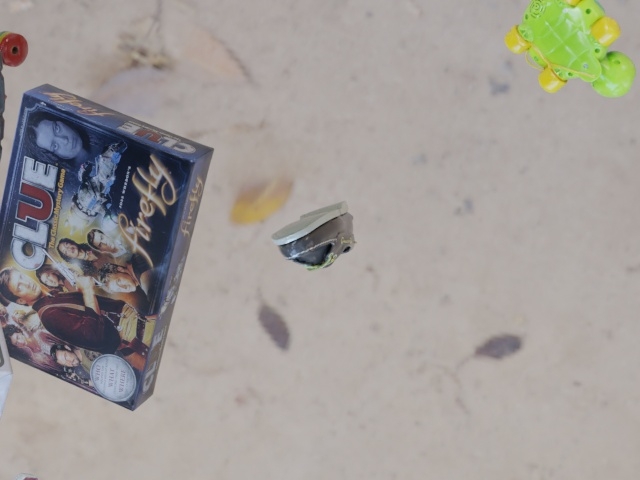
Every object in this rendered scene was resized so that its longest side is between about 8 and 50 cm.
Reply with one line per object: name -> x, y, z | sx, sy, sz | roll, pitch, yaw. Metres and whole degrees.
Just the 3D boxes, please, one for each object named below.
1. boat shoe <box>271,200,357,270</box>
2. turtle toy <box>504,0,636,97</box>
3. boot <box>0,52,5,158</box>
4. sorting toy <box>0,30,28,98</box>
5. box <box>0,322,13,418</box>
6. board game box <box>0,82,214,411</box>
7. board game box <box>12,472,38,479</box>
boat shoe -> 0.000, 0.000, 1.856 | 0.081, 0.228, 0.068 | -18, 94, 16
turtle toy -> 0.242, -0.185, 1.402 | 0.130, 0.066, 0.095 | 50, 123, 2
boot -> -0.269, -0.194, 0.882 | 0.223, 0.118, 0.338 | 28, 107, 42
sorting toy -> -0.477, -0.176, 1.932 | 0.046, 0.274, 0.132 | 18, 162, 34
box -> -0.298, 0.052, 1.055 | 0.087, 0.290, 0.169 | 3, 126, -27
board game box -> -0.198, 0.007, 1.288 | 0.165, 0.042, 0.243 | 21, 114, 14
board game box -> -0.392, 0.516, 1.643 | 0.050, 0.390, 0.390 | 17, 133, 33
